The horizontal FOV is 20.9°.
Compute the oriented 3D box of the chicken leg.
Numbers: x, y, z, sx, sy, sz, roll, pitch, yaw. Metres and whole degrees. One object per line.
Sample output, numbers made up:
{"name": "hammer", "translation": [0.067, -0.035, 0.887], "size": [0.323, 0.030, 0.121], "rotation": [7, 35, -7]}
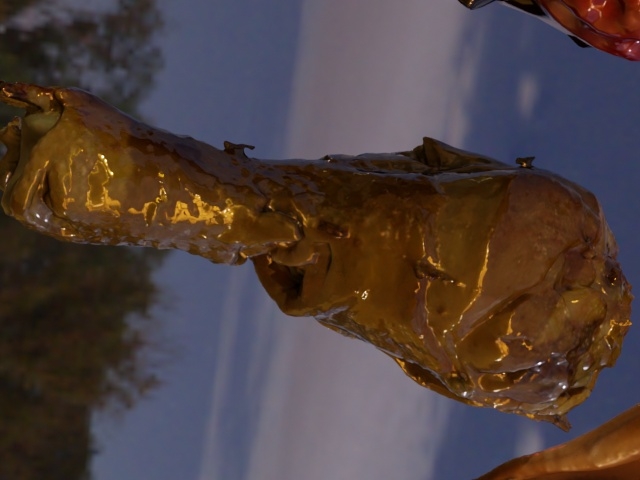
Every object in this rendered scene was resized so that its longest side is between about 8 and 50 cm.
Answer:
{"name": "chicken leg", "translation": [0.000, 0.000, 1.018], "size": [0.201, 0.429, 0.152], "rotation": [148, -46, -66]}

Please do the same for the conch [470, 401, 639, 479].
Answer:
{"name": "conch", "translation": [0.243, 0.116, 1.098], "size": [0.330, 0.109, 0.093], "rotation": [-22, -164, 37]}

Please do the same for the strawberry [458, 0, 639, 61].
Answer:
{"name": "strawberry", "translation": [0.195, -0.218, 0.691], "size": [0.310, 0.292, 0.291], "rotation": [1, -96, 61]}
